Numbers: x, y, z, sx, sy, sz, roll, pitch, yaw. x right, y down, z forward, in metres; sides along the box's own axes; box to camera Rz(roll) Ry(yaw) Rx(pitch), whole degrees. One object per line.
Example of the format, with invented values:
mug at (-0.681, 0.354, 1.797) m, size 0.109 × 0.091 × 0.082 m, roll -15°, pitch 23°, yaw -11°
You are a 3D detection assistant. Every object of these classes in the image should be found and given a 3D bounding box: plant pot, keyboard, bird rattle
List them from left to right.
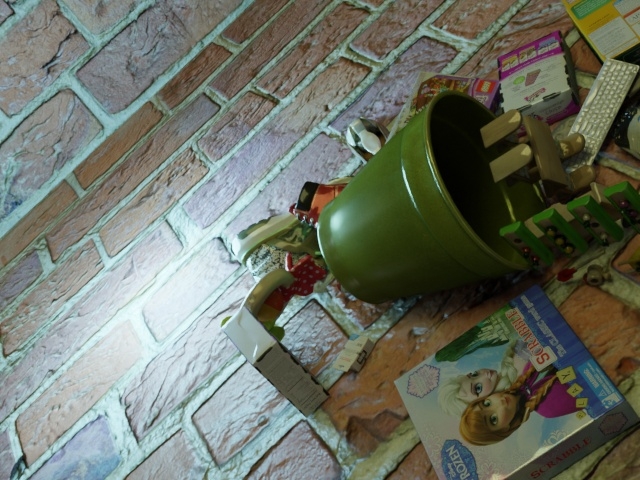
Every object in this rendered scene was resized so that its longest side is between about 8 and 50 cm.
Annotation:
bird rattle at (-0.099, 0.134, 1.980) m, size 0.143 × 0.207 × 0.253 m, roll 42°, pitch 93°, yaw 17°
plant pot at (0.192, -0.045, 1.805) m, size 0.353 × 0.366 × 0.366 m, roll -30°, pitch 34°, yaw 36°
keyboard at (0.552, -0.247, 1.860) m, size 0.072 × 0.014 × 0.256 m, roll 25°, pitch 84°, yaw 28°

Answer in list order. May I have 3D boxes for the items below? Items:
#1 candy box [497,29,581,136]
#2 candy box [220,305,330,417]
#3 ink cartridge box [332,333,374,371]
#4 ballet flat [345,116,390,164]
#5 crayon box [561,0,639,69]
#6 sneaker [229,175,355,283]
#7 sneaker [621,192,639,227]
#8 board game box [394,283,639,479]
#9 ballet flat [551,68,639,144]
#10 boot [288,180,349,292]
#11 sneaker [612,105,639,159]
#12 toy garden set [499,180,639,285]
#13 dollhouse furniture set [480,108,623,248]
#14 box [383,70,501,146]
candy box at (0.484, -0.351, 2.067) m, size 0.159 × 0.071 × 0.233 m, roll -22°, pitch 38°, yaw 26°
candy box at (-0.090, 0.242, 1.854) m, size 0.070 × 0.196 × 0.165 m, roll -44°, pitch 35°, yaw -5°
ink cartridge box at (0.066, 0.232, 1.863) m, size 0.048 × 0.028 × 0.083 m, roll 9°, pitch 57°, yaw 49°
ballet flat at (0.123, -0.243, 2.271) m, size 0.107 × 0.106 × 0.316 m, roll -40°, pitch 33°, yaw 4°
crayon box at (0.673, -0.487, 2.024) m, size 0.203 × 0.083 × 0.323 m, roll -30°, pitch 36°, yaw 16°
sneaker at (0.000, 0.000, 2.139) m, size 0.410 × 0.158 × 0.182 m, roll -30°, pitch 66°, yaw 14°
sneaker at (0.577, -0.056, 1.680) m, size 0.083 × 0.031 × 0.035 m, roll -50°, pitch 37°, yaw -11°
board game box at (0.311, 0.265, 1.551) m, size 0.318 × 0.066 × 0.318 m, roll -36°, pitch 34°, yaw 8°
ballet flat at (0.567, -0.251, 1.897) m, size 0.250 × 0.058 × 0.084 m, roll -44°, pitch 62°, yaw 5°
boot at (0.012, -0.009, 2.032) m, size 0.176 × 0.088 × 0.244 m, roll 3°, pitch 80°, yaw 13°
sneaker at (0.626, -0.191, 1.760) m, size 0.085 × 0.086 × 0.237 m, roll -62°, pitch 16°, yaw 20°
toy garden set at (0.463, 0.017, 1.580) m, size 0.244 × 0.204 × 0.049 m, roll -24°, pitch 37°, yaw 40°
dollhouse furniture set at (0.447, -0.130, 1.715) m, size 0.161 × 0.212 × 0.242 m, roll -33°, pitch 58°, yaw 40°
box at (0.277, -0.259, 2.122) m, size 0.201 × 0.057 × 0.293 m, roll 12°, pitch 57°, yaw 25°
